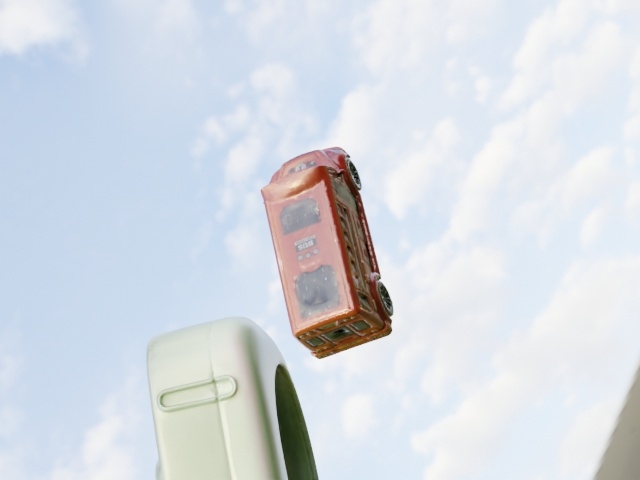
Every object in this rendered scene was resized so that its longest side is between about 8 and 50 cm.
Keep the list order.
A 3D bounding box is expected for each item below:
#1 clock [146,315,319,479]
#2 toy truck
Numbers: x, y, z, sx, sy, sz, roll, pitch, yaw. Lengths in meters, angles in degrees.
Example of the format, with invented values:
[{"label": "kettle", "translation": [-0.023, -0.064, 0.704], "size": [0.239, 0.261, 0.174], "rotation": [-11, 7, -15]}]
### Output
[{"label": "clock", "translation": [-0.038, 0.132, 0.607], "size": [0.062, 0.151, 0.191], "rotation": [-14, -19, 4]}, {"label": "toy truck", "translation": [0.000, 0.000, 1.287], "size": [0.107, 0.252, 0.114], "rotation": [-22, -27, 17]}]
